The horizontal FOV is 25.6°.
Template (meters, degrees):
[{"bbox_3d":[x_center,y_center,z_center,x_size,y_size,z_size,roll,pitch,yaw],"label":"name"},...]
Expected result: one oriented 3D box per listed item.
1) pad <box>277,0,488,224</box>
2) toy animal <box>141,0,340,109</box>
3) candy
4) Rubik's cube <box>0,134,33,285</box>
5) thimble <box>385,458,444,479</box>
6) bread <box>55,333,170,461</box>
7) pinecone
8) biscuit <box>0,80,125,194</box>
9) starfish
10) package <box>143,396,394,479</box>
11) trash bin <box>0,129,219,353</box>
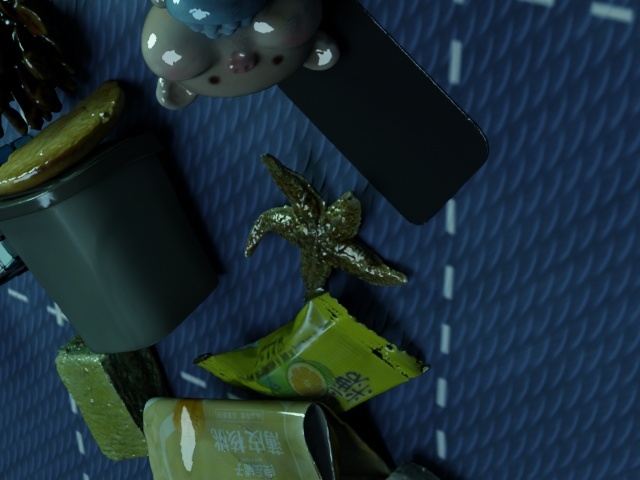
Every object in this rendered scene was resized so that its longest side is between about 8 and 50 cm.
[{"bbox_3d":[0.062,-0.150,1.597,0.267,0.004,0.181,47,138,6],"label":"pad"},{"bbox_3d":[-0.114,-0.278,1.525,0.229,0.210,0.221,60,-167,-68],"label":"toy animal"},{"bbox_3d":[-0.019,0.161,1.812,0.187,0.081,0.297,37,142,-17],"label":"candy"},{"bbox_3d":[-0.457,-0.034,2.030,0.154,0.151,0.155,54,139,1],"label":"Rubik's cube"},{"bbox_3d":[0.120,0.349,1.812,0.090,0.102,0.115,32,121,26],"label":"thimble"},{"bbox_3d":[-0.299,0.227,2.102,0.138,0.102,0.196,-5,117,46],"label":"bread"},{"bbox_3d":[-0.427,-0.234,1.834,0.201,0.202,0.229,-38,114,7],"label":"pinecone"},{"bbox_3d":[-0.324,-0.125,1.786,0.144,0.224,0.033,13,141,55],"label":"biscuit"},{"bbox_3d":[0.000,0.000,1.711,0.235,0.062,0.277,14,134,33],"label":"starfish"},{"bbox_3d":[-0.089,0.323,1.881,0.311,0.165,0.221,-3,143,40],"label":"package"},{"bbox_3d":[-0.279,0.002,1.854,0.220,0.219,0.250,-8,118,45],"label":"trash bin"}]
